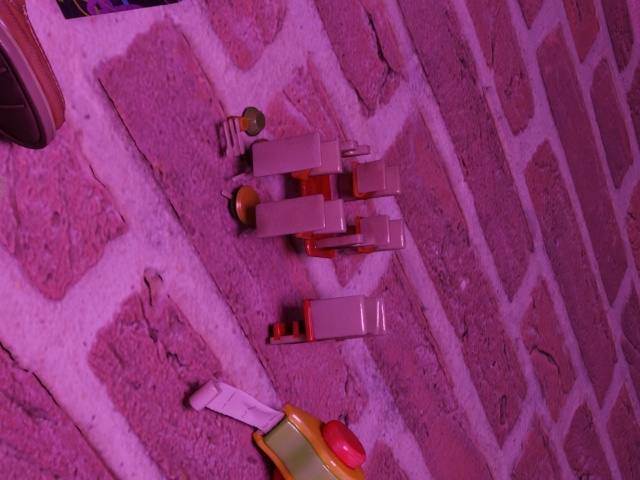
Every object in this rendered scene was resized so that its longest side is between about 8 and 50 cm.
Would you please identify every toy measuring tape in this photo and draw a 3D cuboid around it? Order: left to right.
[{"bbox_3d":[-0.032,0.262,1.295,0.330,0.121,0.121,38,60,-49],"label":"toy measuring tape"}]

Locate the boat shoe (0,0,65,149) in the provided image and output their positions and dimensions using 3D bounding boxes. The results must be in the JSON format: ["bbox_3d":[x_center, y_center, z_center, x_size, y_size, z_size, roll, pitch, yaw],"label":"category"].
[{"bbox_3d":[-0.300,-0.225,0.919,0.104,0.111,0.307,-56,133,-37],"label":"boat shoe"}]

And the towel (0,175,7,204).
[{"bbox_3d":[-0.338,-0.015,0.939,0.110,0.027,0.148,28,66,-53],"label":"towel"}]

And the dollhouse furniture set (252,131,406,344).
[{"bbox_3d":[0.000,0.000,1.349,0.262,0.135,0.259,11,73,-64],"label":"dollhouse furniture set"}]

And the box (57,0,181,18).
[{"bbox_3d":[-0.207,-0.275,1.007,0.029,0.162,0.116,-51,129,-42],"label":"box"}]

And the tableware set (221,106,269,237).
[{"bbox_3d":[-0.088,-0.085,1.305,0.104,0.024,0.154,-30,113,-55],"label":"tableware set"}]
